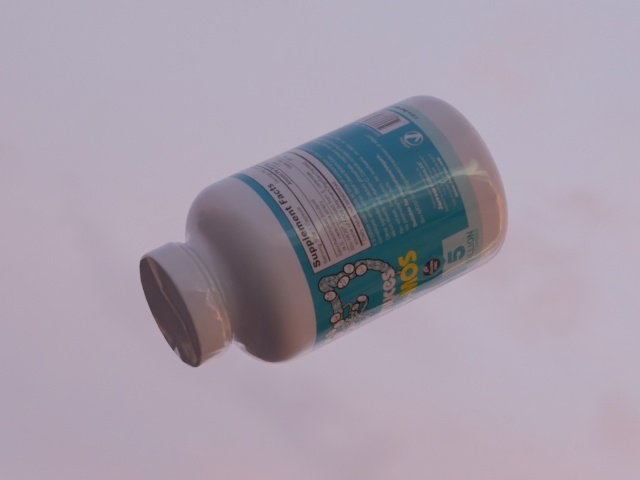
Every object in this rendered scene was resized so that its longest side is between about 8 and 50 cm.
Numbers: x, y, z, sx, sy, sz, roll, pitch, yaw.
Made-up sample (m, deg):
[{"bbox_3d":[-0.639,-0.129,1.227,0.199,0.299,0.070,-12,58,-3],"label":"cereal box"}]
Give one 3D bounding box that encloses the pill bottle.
[{"bbox_3d":[0.000,0.000,1.176,0.146,0.264,0.146,49,-26,35],"label":"pill bottle"}]
